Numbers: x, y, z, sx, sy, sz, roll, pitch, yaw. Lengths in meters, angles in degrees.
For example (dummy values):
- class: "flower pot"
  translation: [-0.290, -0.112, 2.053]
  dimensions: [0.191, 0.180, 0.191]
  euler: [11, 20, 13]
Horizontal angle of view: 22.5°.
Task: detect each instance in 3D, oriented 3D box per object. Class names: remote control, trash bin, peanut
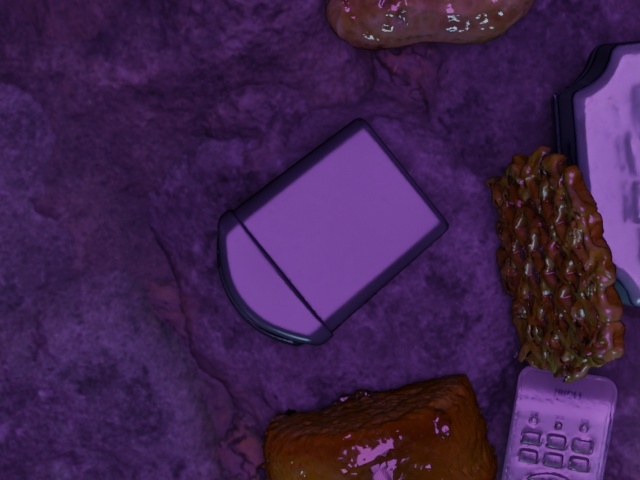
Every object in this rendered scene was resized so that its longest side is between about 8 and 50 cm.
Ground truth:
- class: "remote control"
  translation: [0.249, 0.295, 1.783]
  dimensions: [0.109, 0.055, 0.313]
  euler: [9, 97, 4]
- class: "trash bin"
  translation: [0.000, 0.000, 1.738]
  dimensions: [0.236, 0.101, 0.177]
  euler: [-39, 91, -2]
- class: "peanut"
  translation: [0.119, -0.255, 1.723]
  dimensions: [0.229, 0.103, 0.098]
  euler: [-4, 105, 1]

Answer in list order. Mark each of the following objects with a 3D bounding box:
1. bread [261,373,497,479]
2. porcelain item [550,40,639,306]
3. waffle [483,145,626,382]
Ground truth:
- class: "bread"
  translation: [0.067, 0.248, 1.728]
  dimensions: [0.260, 0.147, 0.160]
  euler: [-10, 96, -1]
- class: "porcelain item"
  translation: [0.393, -0.077, 1.711]
  dimensions: [0.285, 0.157, 0.281]
  euler: [-7, 95, -2]
- class: "waffle"
  translation: [0.241, 0.027, 1.671]
  dimensions: [0.052, 0.254, 0.245]
  euler: [-12, 88, -15]
